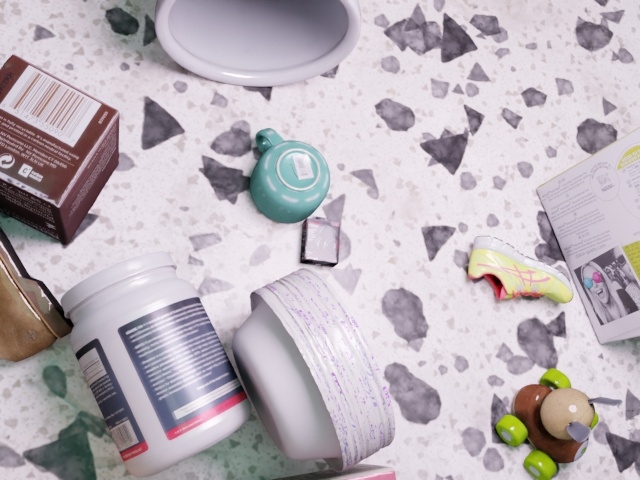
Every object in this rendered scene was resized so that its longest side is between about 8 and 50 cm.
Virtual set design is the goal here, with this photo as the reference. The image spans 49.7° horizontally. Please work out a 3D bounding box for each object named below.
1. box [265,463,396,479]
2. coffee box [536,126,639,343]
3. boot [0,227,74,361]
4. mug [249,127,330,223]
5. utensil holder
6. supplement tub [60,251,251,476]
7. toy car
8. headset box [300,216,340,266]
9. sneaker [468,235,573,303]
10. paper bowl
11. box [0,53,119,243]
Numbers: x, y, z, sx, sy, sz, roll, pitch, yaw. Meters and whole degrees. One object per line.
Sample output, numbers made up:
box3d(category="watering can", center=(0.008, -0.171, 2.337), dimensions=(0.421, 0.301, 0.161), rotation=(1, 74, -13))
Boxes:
box3d(category="box", center=(-0.011, 0.409, 1.006), dimensions=(0.232, 0.148, 0.127), rotation=(-4, 77, -17))
box3d(category="coffee box", center=(0.669, -0.043, 1.238), dimensions=(0.337, 0.338, 0.335), rotation=(-16, 79, -21))
box3d(category="boot", center=(-0.493, 0.038, 0.999), dimensions=(0.115, 0.112, 0.305), rotation=(-35, 89, -12))
box3d(category="mug", center=(-0.060, -0.111, 1.169), dimensions=(0.157, 0.097, 0.130), rotation=(31, 68, -6))
box3d(category="utensil holder", center=(-0.105, -0.508, 1.152), dimensions=(0.327, 0.327, 0.386), rotation=(2, 73, -16))
box3d(category="supplement tub", center=(-0.234, 0.173, 0.984), dimensions=(0.191, 0.191, 0.272), rotation=(-24, 83, -21))
box3d(category="toy car", center=(0.415, 0.301, 1.143), dimensions=(0.155, 0.188, 0.149), rotation=(-38, 88, -22))
box3d(category="headset box", center=(0.000, 0.000, 1.191), dimensions=(0.062, 0.032, 0.083), rotation=(8, 74, -14))
box3d(category="sneaker", center=(0.357, 0.075, 1.258), dimensions=(0.208, 0.081, 0.094), rotation=(26, 76, -1))
box3d(category="paper bowl", center=(-0.025, 0.195, 0.991), dimensions=(0.148, 0.284, 0.284), rotation=(-24, 82, -18))
box3d(category="box", center=(-0.407, -0.124, 1.012), dimensions=(0.168, 0.203, 0.167), rotation=(27, 69, -7))
